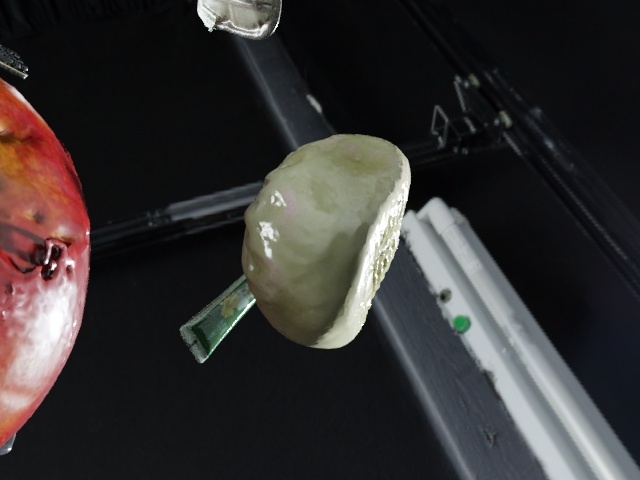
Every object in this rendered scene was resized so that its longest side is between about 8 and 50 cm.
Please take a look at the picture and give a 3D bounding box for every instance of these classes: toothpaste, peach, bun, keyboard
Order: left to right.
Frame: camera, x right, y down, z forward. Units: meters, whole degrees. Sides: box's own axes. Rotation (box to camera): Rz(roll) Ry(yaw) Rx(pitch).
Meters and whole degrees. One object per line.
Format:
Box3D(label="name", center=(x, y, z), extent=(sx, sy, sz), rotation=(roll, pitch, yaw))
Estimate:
Box3D(label="peach", center=(-0.406, 0.029, 0.717), extent=(0.339, 0.353, 0.416), rotation=(9, -106, -41))
Box3D(label="keyboard", center=(-0.620, -0.351, 1.179), extent=(0.106, 0.317, 0.027), rotation=(39, -81, 43))
Box3D(label="toothpaste", center=(-0.091, 0.063, 0.880), extent=(0.032, 0.049, 0.204), rotation=(-11, -155, 41))
Box3D(label="bun", center=(0.000, 0.000, 0.675), extent=(0.128, 0.193, 0.178), rotation=(19, -127, 13))

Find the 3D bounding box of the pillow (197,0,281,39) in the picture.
Box3D(label="pillow", center=(-0.076, -0.335, 0.789), extent=(0.131, 0.232, 0.038), rotation=(24, -161, 38))
